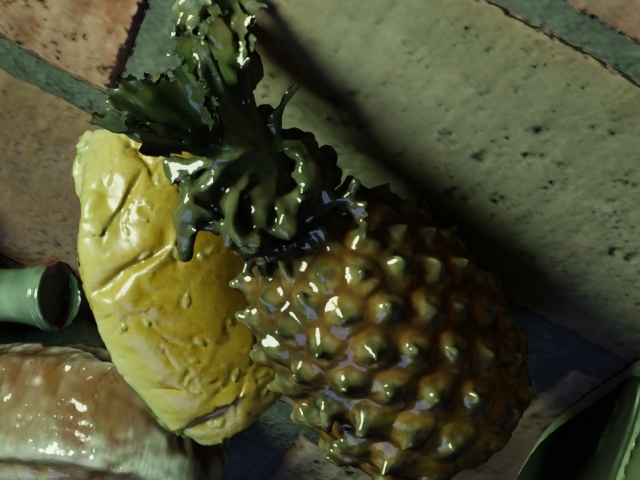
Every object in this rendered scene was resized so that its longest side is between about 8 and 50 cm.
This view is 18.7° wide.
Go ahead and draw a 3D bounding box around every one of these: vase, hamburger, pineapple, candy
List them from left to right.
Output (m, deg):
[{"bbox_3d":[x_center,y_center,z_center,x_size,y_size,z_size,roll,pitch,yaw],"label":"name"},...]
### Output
[{"bbox_3d":[-0.299,0.044,1.608,0.214,0.086,0.086,0,143,32],"label":"vase"},{"bbox_3d":[-0.214,0.172,1.671,0.289,0.157,0.214,-2,156,31],"label":"candy"},{"bbox_3d":[-0.094,0.025,1.341,0.135,0.155,0.208,-2,135,34],"label":"hamburger"},{"bbox_3d":[0.000,0.000,1.228,0.175,0.175,0.361,-6,126,44],"label":"pineapple"}]

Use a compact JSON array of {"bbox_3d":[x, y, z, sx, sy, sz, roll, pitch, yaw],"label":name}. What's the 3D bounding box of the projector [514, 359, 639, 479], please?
[{"bbox_3d":[0.254,0.257,1.332,0.249,0.248,0.248,28,153,-4],"label":"projector"}]
